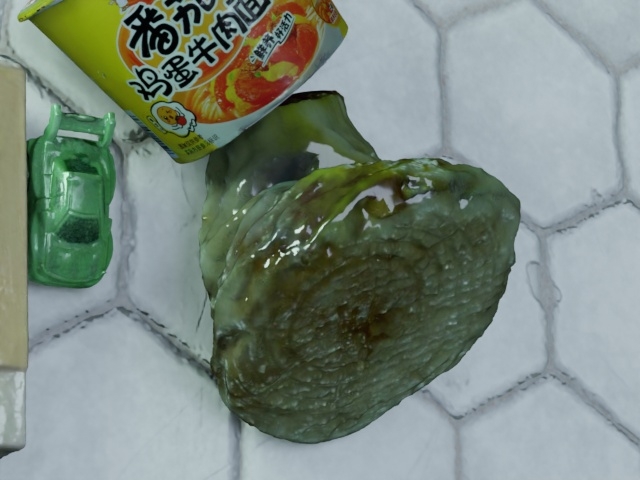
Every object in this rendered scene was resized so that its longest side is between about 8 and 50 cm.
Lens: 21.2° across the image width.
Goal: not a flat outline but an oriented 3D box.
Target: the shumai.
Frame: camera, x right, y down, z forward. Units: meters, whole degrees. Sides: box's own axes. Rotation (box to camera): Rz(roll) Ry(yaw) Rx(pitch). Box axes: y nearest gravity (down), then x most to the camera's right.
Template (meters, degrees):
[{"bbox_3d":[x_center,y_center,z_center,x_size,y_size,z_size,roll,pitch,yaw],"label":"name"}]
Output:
[{"bbox_3d":[0.000,0.000,1.616,0.309,0.304,0.263,-2,41,-32],"label":"shumai"}]

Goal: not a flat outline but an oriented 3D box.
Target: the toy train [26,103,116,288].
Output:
[{"bbox_3d":[-0.223,-0.036,1.514,0.099,0.081,0.149,8,69,-32],"label":"toy train"}]

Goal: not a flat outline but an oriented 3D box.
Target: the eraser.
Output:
[{"bbox_3d":[-0.322,0.010,1.435,0.144,0.078,0.343,7,71,-31],"label":"eraser"}]

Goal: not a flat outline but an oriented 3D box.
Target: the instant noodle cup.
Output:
[{"bbox_3d":[-0.112,-0.208,1.548,0.200,0.264,0.264,51,54,-15],"label":"instant noodle cup"}]
